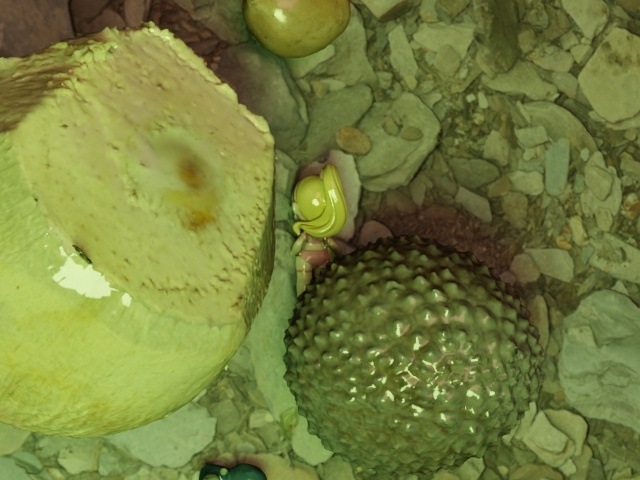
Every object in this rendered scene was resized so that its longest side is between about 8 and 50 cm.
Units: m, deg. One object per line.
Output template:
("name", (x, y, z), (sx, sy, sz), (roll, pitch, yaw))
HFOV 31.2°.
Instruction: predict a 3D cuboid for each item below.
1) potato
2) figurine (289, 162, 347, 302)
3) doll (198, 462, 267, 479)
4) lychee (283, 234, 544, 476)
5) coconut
("potato", (-0.030, -0.282, 1.416), (0.147, 0.112, 0.112), (-13, 86, -28))
("figurine", (0.000, 0.000, 1.401), (0.083, 0.083, 0.187), (4, 90, -20))
("doll", (-0.101, 0.281, 1.321), (0.083, 0.076, 0.050), (7, 45, -12))
("lychee", (0.104, 0.139, 1.311), (0.300, 0.300, 0.300), (3, 81, -20))
("coconut", (-0.248, 0.012, 1.170), (0.405, 0.404, 0.404), (3, 81, -20))
